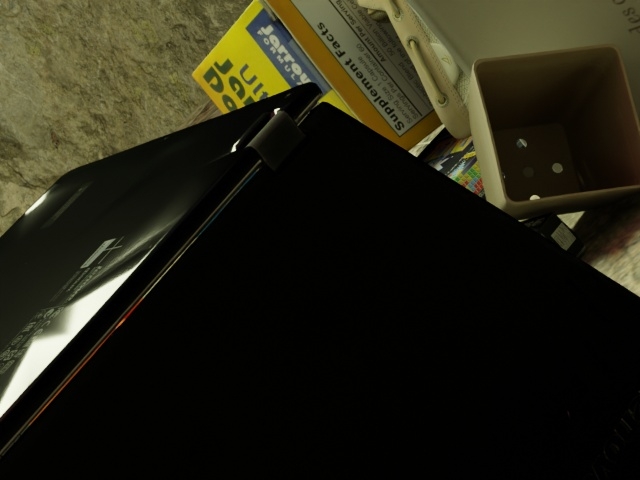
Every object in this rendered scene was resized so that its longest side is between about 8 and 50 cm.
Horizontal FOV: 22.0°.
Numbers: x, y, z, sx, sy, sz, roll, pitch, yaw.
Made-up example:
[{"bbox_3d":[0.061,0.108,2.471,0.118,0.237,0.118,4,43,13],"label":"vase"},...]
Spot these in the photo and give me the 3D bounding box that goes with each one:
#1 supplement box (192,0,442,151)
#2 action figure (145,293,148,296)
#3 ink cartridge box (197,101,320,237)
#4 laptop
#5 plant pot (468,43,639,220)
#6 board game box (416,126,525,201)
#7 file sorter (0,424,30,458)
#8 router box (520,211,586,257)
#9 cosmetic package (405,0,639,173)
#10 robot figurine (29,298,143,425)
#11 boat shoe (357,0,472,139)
[{"bbox_3d":[0.087,-0.211,1.602,0.356,0.194,0.195,-39,1,-28],"label":"supplement box"},{"bbox_3d":[-0.135,0.066,1.868,0.137,0.063,0.232,-43,14,-17],"label":"action figure"},{"bbox_3d":[0.000,0.000,1.309,0.139,0.190,0.082,-44,10,-7],"label":"ink cartridge box"},{"bbox_3d":[-0.074,0.133,0.817,0.408,0.236,0.382,-13,31,52],"label":"laptop"},{"bbox_3d":[0.160,-0.067,1.173,0.109,0.109,0.096,-8,-17,-11],"label":"plant pot"},{"bbox_3d":[0.122,-0.057,1.466,0.141,0.048,0.170,-48,13,-20],"label":"board game box"},{"bbox_3d":[-0.217,0.218,0.945,0.193,0.278,0.173,-44,-29,-29],"label":"file sorter"},{"bbox_3d":[0.120,0.032,1.172,0.092,0.038,0.122,-49,13,-24],"label":"router box"},{"bbox_3d":[0.258,-0.326,1.282,0.394,0.327,0.329,-36,13,27],"label":"cosmetic package"},{"bbox_3d":[-0.157,0.127,1.312,0.128,0.219,0.158,24,91,57],"label":"robot figurine"},{"bbox_3d":[0.072,-0.229,1.427,0.098,0.302,0.109,-37,-11,25],"label":"boat shoe"}]
